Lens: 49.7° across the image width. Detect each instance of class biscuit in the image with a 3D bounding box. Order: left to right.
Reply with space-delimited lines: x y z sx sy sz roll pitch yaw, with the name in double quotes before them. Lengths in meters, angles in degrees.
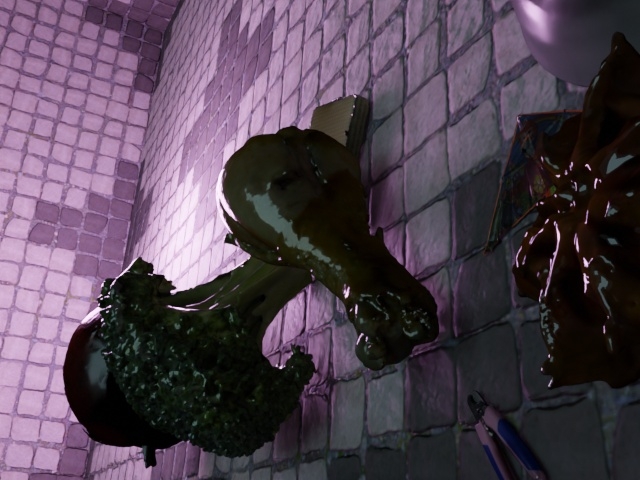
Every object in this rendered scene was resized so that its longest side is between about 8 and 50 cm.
"biscuit" 0.012 -0.105 0.995 0.121 0.040 0.200 -4 72 60

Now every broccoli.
"broccoli" -0.153 0.153 0.973 0.375 0.301 0.249 21 119 42

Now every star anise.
"star anise" 0.201 0.027 0.408 0.237 0.148 0.347 99 165 -49

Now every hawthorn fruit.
"hawthorn fruit" -0.318 0.227 1.239 0.316 0.315 0.316 -43 40 50

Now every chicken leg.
"chicken leg" 0.000 0.000 0.805 0.201 0.153 0.429 -41 44 0

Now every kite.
"kite" 0.196 -0.060 0.614 0.190 0.010 0.159 -55 32 40

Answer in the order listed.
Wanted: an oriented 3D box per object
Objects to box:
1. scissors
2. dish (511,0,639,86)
"scissors" 0.150 0.167 0.578 0.039 0.012 0.113 -64 26 24
"dish" 0.236 -0.283 0.537 0.316 0.106 0.317 -44 38 49
